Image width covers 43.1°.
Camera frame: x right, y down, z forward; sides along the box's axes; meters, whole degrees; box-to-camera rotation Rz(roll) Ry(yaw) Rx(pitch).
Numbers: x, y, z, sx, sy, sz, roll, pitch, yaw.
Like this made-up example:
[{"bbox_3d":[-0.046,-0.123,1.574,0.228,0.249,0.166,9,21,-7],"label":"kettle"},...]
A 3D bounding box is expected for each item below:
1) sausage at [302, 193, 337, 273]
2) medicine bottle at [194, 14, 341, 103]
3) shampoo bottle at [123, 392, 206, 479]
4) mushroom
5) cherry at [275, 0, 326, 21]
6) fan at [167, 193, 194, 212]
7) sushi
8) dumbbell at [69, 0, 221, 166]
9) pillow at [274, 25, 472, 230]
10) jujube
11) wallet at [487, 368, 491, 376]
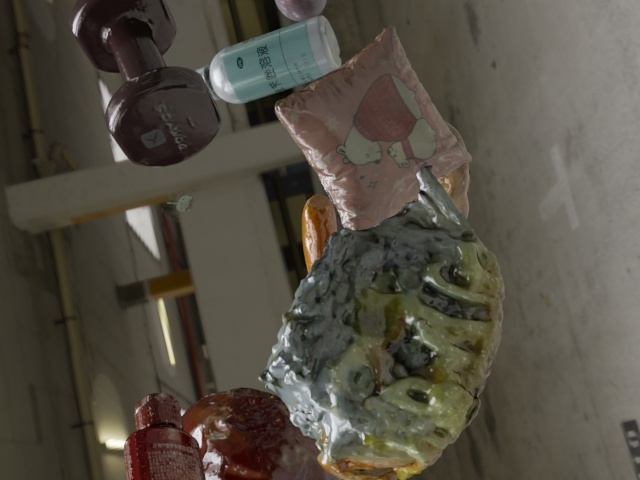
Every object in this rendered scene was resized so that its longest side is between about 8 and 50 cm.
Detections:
[{"bbox_3d":[0.000,0.000,2.025,0.098,0.098,0.238,-110,14,-58],"label":"sausage"},{"bbox_3d":[-0.140,-0.320,1.535,0.110,0.352,0.110,-15,-90,-74],"label":"medicine bottle"},{"bbox_3d":[-0.213,0.352,1.132,0.076,0.118,0.314,-63,31,28],"label":"shampoo bottle"},{"bbox_3d":[0.238,-0.129,1.706,0.278,0.146,0.278,171,90,-78],"label":"mushroom"},{"bbox_3d":[-0.051,-0.542,1.642,0.115,0.148,0.188,-7,88,43],"label":"cherry"},{"bbox_3d":[-0.400,-0.106,2.309,0.004,0.083,0.056,31,111,46],"label":"fan"},{"bbox_3d":[0.063,0.081,0.745,0.274,0.184,0.139,-63,-1,-26],"label":"sushi"},{"bbox_3d":[-0.216,-0.208,0.990,0.225,0.124,0.140,62,177,33],"label":"dumbbell"},{"bbox_3d":[0.076,-0.144,1.099,0.236,0.223,0.084,56,160,-19],"label":"pillow"},{"bbox_3d":[-0.128,0.410,1.495,0.377,0.276,0.276,-15,89,58],"label":"jujube"},{"bbox_3d":[0.225,0.297,1.593,0.045,0.204,0.142,61,141,24],"label":"wallet"}]
